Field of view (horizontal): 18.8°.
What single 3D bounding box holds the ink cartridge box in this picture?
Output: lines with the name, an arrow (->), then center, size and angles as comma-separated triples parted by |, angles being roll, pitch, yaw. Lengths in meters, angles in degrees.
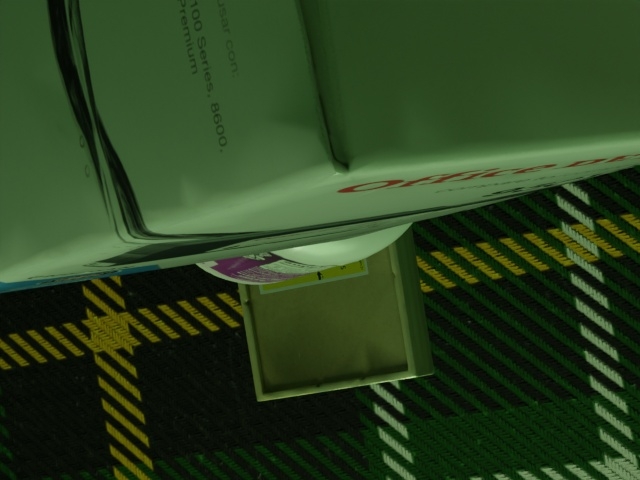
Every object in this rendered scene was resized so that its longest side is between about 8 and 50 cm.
ink cartridge box -> -0.002, -0.088, 0.920 | 0.285, 0.166, 0.395 | -9, 177, -34

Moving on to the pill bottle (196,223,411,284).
pill bottle -> -0.014, -0.060, 1.423 | 0.169, 0.169, 0.301 | -9, 177, -18

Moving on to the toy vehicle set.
toy vehicle set -> 0.000, 0.000, 1.708 | 0.166, 0.267, 0.035 | -10, 177, 30
